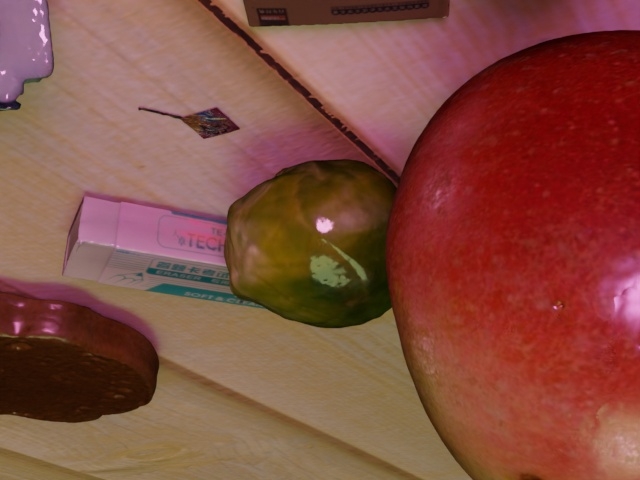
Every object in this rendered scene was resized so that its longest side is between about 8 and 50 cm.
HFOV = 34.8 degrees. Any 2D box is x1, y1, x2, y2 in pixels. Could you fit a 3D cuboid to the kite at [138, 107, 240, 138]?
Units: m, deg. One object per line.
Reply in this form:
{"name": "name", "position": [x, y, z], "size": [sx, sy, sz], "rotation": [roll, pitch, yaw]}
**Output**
{"name": "kite", "position": [-0.101, -0.098, 0.810], "size": [0.078, 0.002, 0.044], "rotation": [22, 146, -37]}

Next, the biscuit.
{"name": "biscuit", "position": [-0.387, 0.143, 1.221], "size": [0.381, 0.074, 0.359], "rotation": [5, 152, -3]}

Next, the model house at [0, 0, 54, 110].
{"name": "model house", "position": [-0.261, -0.130, 0.662], "size": [0.148, 0.119, 0.148], "rotation": [-13, -175, -25]}

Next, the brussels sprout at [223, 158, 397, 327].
{"name": "brussels sprout", "position": [0.002, 0.005, 0.861], "size": [0.161, 0.144, 0.180], "rotation": [-11, -179, -21]}

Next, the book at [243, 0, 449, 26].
{"name": "book", "position": [0.010, -0.195, 0.600], "size": [0.138, 0.016, 0.199], "rotation": [-2, 153, 5]}

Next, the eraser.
{"name": "eraser", "position": [-0.127, 0.016, 0.983], "size": [0.225, 0.052, 0.095], "rotation": [11, 153, -19]}

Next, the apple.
{"name": "apple", "position": [0.214, 0.032, 0.679], "size": [0.277, 0.349, 0.348], "rotation": [-11, 151, 34]}
